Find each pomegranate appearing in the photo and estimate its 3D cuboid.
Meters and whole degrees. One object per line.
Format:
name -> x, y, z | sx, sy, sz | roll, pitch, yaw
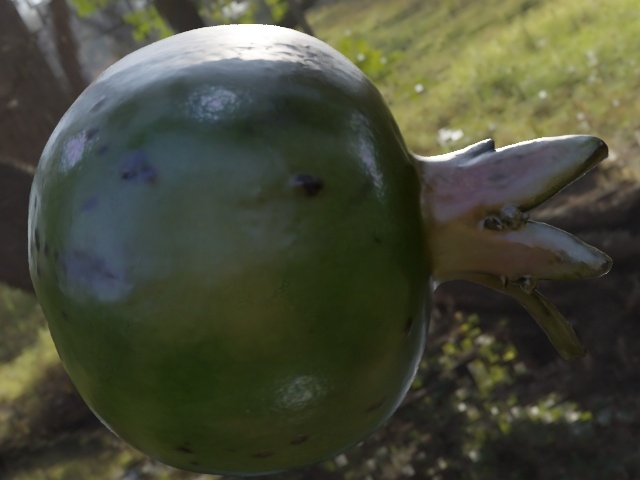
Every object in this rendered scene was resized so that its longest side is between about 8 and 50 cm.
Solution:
pomegranate -> 0.000, 0.000, 0.585 | 0.224, 0.182, 0.181 | -8, 5, -1
